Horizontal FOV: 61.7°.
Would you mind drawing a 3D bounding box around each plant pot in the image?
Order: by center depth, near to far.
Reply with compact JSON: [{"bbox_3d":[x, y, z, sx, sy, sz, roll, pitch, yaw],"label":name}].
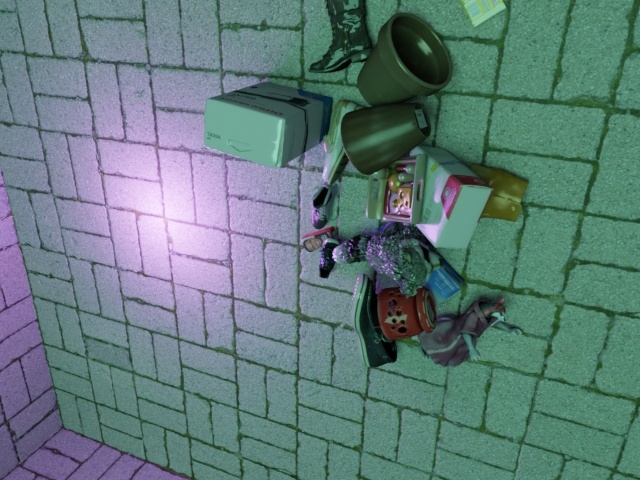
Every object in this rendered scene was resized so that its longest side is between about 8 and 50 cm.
[{"bbox_3d":[0.240,-0.528,1.677,0.263,0.263,0.229,52,140,-4],"label":"plant pot"},{"bbox_3d":[0.217,-0.340,1.678,0.231,0.215,0.215,-15,106,37],"label":"plant pot"},{"bbox_3d":[0.318,0.255,1.933,0.174,0.191,0.191,-12,107,24],"label":"plant pot"}]

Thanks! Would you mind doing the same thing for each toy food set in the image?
[{"bbox_3d":[0.242,-0.172,1.788,0.093,0.306,0.219,3,95,-22],"label":"toy food set"}]

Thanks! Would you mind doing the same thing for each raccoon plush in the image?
[{"bbox_3d":[0.209,0.094,1.833,0.447,0.299,0.216,-23,102,33],"label":"raccoon plush"}]

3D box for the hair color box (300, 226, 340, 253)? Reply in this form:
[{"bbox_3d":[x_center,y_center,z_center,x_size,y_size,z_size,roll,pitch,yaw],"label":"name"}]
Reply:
[{"bbox_3d":[0.000,0.000,2.128,0.141,0.043,0.071,-18,106,31],"label":"hair color box"}]

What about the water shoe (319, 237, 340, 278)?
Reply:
[{"bbox_3d":[0.036,0.075,2.092,0.073,0.080,0.203,9,141,0],"label":"water shoe"}]

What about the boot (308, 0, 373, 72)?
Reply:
[{"bbox_3d":[0.055,-0.687,1.773,0.263,0.091,0.228,-12,102,24],"label":"boot"}]

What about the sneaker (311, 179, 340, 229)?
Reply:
[{"bbox_3d":[-0.005,-0.127,2.019,0.086,0.132,0.228,25,121,13],"label":"sneaker"}]

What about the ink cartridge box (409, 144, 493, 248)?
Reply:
[{"bbox_3d":[0.386,-0.145,1.728,0.131,0.306,0.226,3,122,-22],"label":"ink cartridge box"}]

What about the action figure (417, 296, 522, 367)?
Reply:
[{"bbox_3d":[0.543,0.309,1.968,0.275,0.248,0.370,54,128,26],"label":"action figure"}]

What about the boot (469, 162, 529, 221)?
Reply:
[{"bbox_3d":[0.549,-0.099,1.794,0.211,0.104,0.295,26,117,13],"label":"boot"}]

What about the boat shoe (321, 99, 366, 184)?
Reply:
[{"bbox_3d":[0.061,-0.349,1.907,0.103,0.113,0.302,27,111,13],"label":"boat shoe"}]

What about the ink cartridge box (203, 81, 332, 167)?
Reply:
[{"bbox_3d":[-0.166,-0.403,1.810,0.286,0.395,0.166,18,119,16],"label":"ink cartridge box"}]

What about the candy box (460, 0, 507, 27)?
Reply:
[{"bbox_3d":[0.455,-0.749,1.583,0.105,0.027,0.205,-26,101,29],"label":"candy box"}]

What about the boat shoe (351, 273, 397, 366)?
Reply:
[{"bbox_3d":[0.212,0.313,2.056,0.156,0.186,0.500,0,133,15],"label":"boat shoe"}]

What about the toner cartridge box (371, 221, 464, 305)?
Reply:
[{"bbox_3d":[0.349,0.080,1.985,0.348,0.075,0.165,46,125,-1],"label":"toner cartridge box"}]
